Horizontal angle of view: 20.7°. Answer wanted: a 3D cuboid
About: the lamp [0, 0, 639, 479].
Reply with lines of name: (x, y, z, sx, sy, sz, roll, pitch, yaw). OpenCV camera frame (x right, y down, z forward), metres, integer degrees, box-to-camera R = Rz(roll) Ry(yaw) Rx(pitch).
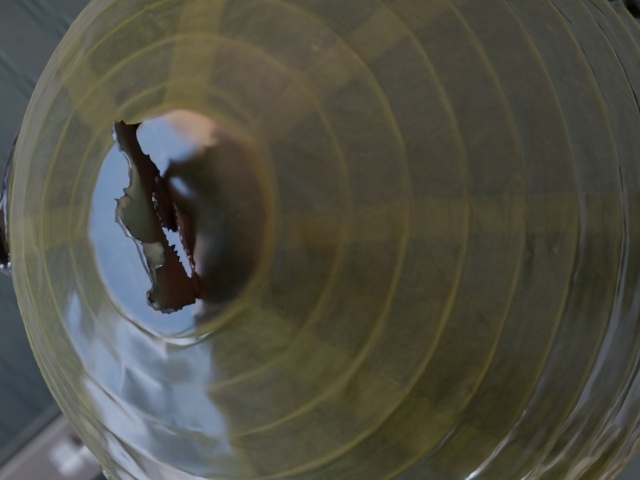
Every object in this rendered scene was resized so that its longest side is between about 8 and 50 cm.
lamp: (0.000, 0.000, 0.588, 0.250, 0.250, 0.284, 54, -159, 16)
